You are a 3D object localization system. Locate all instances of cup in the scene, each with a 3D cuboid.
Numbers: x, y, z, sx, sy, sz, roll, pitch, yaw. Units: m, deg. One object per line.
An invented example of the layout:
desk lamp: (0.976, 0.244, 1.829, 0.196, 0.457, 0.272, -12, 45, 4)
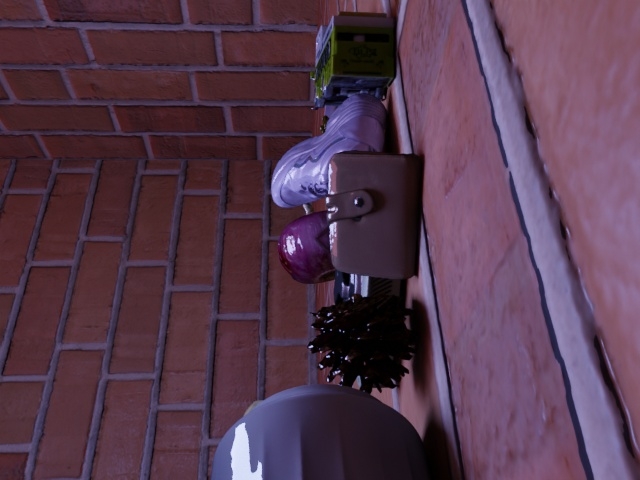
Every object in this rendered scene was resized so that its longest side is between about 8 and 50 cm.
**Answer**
cup: (0.028, 0.349, 0.551, 0.322, 0.237, 0.326, 57, -167, -28)

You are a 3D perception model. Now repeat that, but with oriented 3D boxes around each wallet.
wallet: (0.061, -0.031, 0.690, 0.039, 0.118, 0.152, -28, -61, -58)

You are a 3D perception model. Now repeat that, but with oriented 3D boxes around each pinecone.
pinecone: (0.052, 0.123, 0.685, 0.140, 0.141, 0.120, 116, 142, -83)

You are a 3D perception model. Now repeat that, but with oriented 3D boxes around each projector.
projector: (0.064, 0.051, 0.873, 0.259, 0.079, 0.256, -103, 14, -71)

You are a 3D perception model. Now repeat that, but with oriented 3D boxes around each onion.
onion: (0.003, 0.010, 1.120, 0.177, 0.178, 0.153, 93, 173, -47)

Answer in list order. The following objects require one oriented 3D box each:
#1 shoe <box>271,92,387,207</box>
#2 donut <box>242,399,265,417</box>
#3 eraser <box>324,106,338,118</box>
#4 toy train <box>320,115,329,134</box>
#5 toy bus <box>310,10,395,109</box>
shoe: (0.008, -0.108, 0.887, 0.245, 0.095, 0.137, -39, 29, 34)
donut: (-0.042, 0.496, 0.986, 0.449, 0.198, 0.448, 33, 129, 55)
eraser: (0.033, -0.268, 1.577, 0.204, 0.059, 0.243, 96, 176, -60)
toy train: (0.049, -0.162, 1.066, 0.225, 0.090, 0.137, -101, 7, -73)
toy bus: (0.048, -0.295, 0.946, 0.301, 0.113, 0.139, -131, 41, -81)
